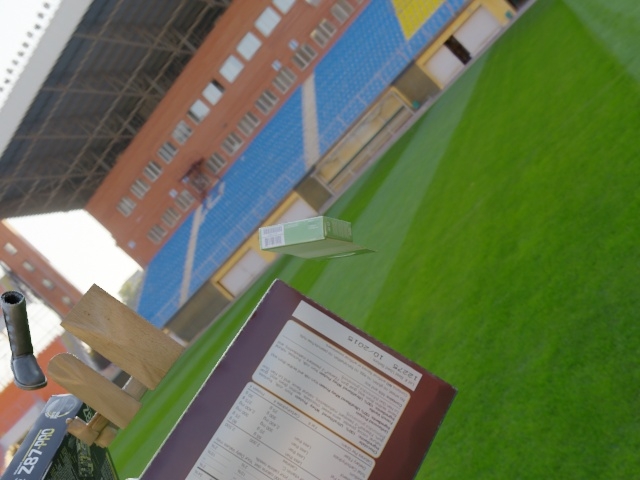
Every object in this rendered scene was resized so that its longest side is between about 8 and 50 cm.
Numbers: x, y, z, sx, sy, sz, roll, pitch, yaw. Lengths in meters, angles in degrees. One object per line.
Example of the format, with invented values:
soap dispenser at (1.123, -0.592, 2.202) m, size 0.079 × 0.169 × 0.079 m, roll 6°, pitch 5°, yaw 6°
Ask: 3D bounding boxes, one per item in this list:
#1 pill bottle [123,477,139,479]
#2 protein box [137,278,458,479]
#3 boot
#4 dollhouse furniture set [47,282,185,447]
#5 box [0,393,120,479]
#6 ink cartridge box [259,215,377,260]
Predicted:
pill bottle at (-0.382, 0.581, 1.384) m, size 0.130 × 0.130 × 0.245 m, roll -47°, pitch -23°, yaw -12°
protein box at (-0.034, 0.170, 0.447) m, size 0.201 × 0.136 × 0.199 m, roll -56°, pitch -6°, yaw -23°
boot at (-0.739, 0.247, 1.603) m, size 0.076 × 0.190 × 0.208 m, roll -9°, pitch -65°, yaw -45°
dollhouse furniture set at (-0.260, 0.152, 0.756) m, size 0.144 × 0.123 × 0.151 m, roll -55°, pitch 8°, yaw -19°
box at (-0.508, 0.562, 1.300) m, size 0.097 × 0.394 × 0.318 m, roll -4°, pitch 28°, yaw 7°
ink cartridge box at (0.000, 0.000, 1.449) m, size 0.171 × 0.056 × 0.235 m, roll -10°, pitch -11°, yaw 32°
